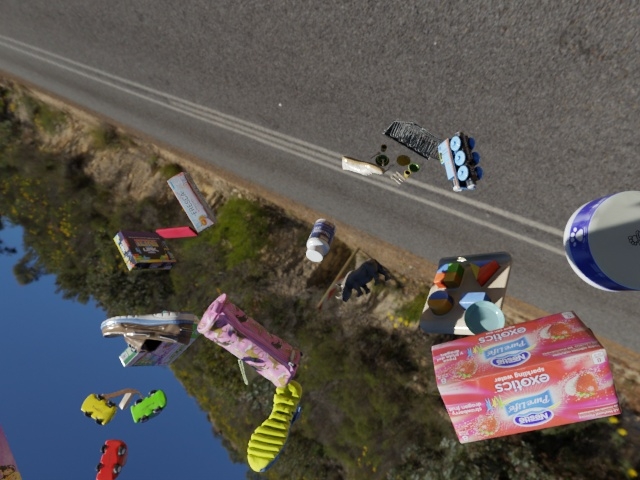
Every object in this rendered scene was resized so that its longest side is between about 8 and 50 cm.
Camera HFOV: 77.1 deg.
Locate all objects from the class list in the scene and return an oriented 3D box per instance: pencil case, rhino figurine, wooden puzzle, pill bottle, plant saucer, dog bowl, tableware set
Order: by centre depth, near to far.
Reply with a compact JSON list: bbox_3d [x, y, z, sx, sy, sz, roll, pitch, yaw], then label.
[{"bbox_3d":[0.811,0.004,1.071,0.265,0.265,0.104,34,174,5],"label":"dog bowl"},{"bbox_3d":[0.000,0.000,1.158,0.067,0.120,0.067,13,141,11],"label":"pill bottle"},{"bbox_3d":[0.517,0.251,1.270,0.119,0.119,0.021,31,167,27],"label":"plant saucer"},{"bbox_3d":[0.253,-0.266,1.353,0.154,0.104,0.024,46,164,20],"label":"tableware set"},{"bbox_3d":[-0.244,0.351,1.404,0.386,0.167,0.160,41,-163,-17],"label":"pencil case"},{"bbox_3d":[0.145,0.157,1.520,0.073,0.243,0.106,0,-122,-53],"label":"rhino figurine"},{"bbox_3d":[0.559,0.194,1.578,0.322,0.348,0.080,-10,137,47],"label":"wooden puzzle"}]

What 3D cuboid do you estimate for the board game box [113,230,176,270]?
[{"bbox_3d":[-0.611,0.036,1.408,0.141,0.048,0.170,55,-159,17],"label":"board game box"}]

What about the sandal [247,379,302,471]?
[{"bbox_3d":[-0.147,0.677,1.449,0.126,0.317,0.138,15,138,23],"label":"sandal"}]

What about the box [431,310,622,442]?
[{"bbox_3d":[0.337,0.233,0.688,0.122,0.257,0.128,-64,-48,-68],"label":"box"}]

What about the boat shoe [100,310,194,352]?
[{"bbox_3d":[-0.320,0.170,0.729,0.183,0.066,0.066,-9,161,15],"label":"boat shoe"}]

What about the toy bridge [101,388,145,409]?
[{"bbox_3d":[-0.642,0.526,1.331,0.026,0.063,0.188,23,170,38],"label":"toy bridge"}]

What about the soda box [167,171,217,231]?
[{"bbox_3d":[-0.394,-0.119,1.241,0.183,0.058,0.063,61,-177,-8],"label":"soda box"}]

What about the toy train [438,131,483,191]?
[{"bbox_3d":[0.424,-0.234,1.217,0.080,0.184,0.105,-2,163,-20],"label":"toy train"}]

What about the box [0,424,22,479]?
[{"bbox_3d":[-0.655,0.398,0.682,0.293,0.057,0.201,48,-161,21],"label":"box"}]

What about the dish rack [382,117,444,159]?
[{"bbox_3d":[0.348,-0.351,1.409,0.208,0.074,0.271,25,-167,-13],"label":"dish rack"}]

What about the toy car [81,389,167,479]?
[{"bbox_3d":[-0.515,0.489,1.093,0.239,0.225,0.053,56,171,28],"label":"toy car"}]

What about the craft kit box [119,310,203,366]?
[{"bbox_3d":[-0.601,0.389,1.569,0.061,0.250,0.246,47,-176,22],"label":"craft kit box"}]

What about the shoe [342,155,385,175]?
[{"bbox_3d":[0.187,-0.317,1.759,0.219,0.058,0.076,24,-159,33],"label":"shoe"}]

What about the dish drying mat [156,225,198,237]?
[{"bbox_3d":[-0.289,-0.017,0.809,0.083,0.008,0.032,-5,146,21],"label":"dish drying mat"}]

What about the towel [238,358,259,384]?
[{"bbox_3d":[-0.344,0.608,1.942,0.027,0.148,0.110,-7,-170,29],"label":"towel"}]
